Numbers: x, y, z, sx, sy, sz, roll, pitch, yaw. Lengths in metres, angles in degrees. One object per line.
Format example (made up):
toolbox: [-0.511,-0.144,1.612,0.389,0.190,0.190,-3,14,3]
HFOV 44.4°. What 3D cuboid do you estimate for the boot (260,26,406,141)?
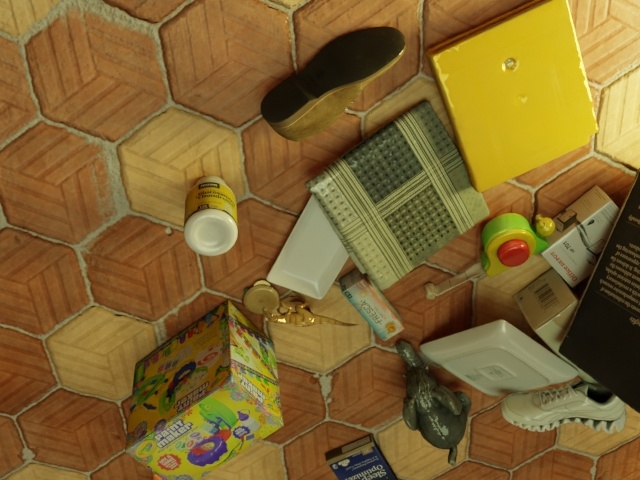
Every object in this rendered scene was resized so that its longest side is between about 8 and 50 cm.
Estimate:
boot: [0.034,-0.300,1.513,0.305,0.112,0.115,-32,150,6]

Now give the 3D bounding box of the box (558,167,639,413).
box: [0.850,0.131,1.670,0.479,0.297,0.472,14,105,-24]

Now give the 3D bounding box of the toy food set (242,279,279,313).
toy food set: [-0.136,0.132,1.775,0.082,0.020,0.083,-36,119,14]

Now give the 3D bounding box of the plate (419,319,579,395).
plate: [0.417,0.297,1.861,0.277,0.045,0.278,33,144,-25]

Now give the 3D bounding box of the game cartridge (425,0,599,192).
game cartridge: [0.390,-0.289,1.564,0.285,0.053,0.324,-24,120,2]

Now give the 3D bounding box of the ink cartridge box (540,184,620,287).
ink cartridge box: [0.593,-0.007,1.761,0.190,0.082,0.139,-41,118,15]

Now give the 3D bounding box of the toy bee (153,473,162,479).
toy bee: [-0.411,0.701,2.024,0.195,0.162,0.298,20,92,-10]

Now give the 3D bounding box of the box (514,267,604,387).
box: [0.612,0.224,1.867,0.121,0.148,0.311,-40,120,15]

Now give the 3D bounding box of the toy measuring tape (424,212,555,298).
toy measuring tape: [0.359,0.025,1.736,0.330,0.121,0.121,-27,121,20]

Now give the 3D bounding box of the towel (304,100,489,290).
towel: [0.168,-0.088,1.652,0.312,0.056,0.324,-36,119,-1]

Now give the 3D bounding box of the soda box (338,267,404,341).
soda box: [0.118,0.147,1.799,0.063,0.058,0.183,-33,119,12]

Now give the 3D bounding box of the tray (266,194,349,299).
tray: [0.000,0.000,1.710,0.145,0.030,0.270,21,116,-20]

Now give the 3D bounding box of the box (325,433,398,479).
box: [0.120,0.625,2.103,0.136,0.036,0.225,-25,122,7]

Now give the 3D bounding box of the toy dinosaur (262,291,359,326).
toy dinosaur: [-0.030,0.174,1.762,0.211,0.112,0.064,4,120,-11]

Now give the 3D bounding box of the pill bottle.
pill bottle: [-0.218,-0.056,1.553,0.103,0.184,0.103,-4,121,-6]

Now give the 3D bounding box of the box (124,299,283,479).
box: [-0.257,0.338,1.731,0.290,0.279,0.177,-34,119,13]

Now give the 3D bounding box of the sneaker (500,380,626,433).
sneaker: [0.575,0.381,1.853,0.291,0.110,0.118,-2,129,7]

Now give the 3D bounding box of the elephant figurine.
elephant figurine: [0.257,0.388,1.888,0.169,0.186,0.239,-53,134,-16]
